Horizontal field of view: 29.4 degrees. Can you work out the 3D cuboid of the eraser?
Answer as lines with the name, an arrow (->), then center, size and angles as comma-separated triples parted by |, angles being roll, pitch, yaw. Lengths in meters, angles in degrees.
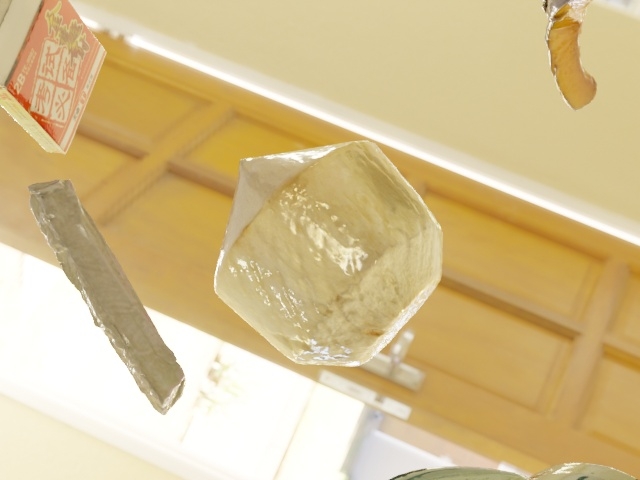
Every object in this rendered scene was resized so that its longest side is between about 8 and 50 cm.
eraser -> -0.347, -0.226, 1.506 | 0.230, 0.038, 0.157 | 58, 47, -63

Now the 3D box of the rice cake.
rice cake -> -0.215, 0.055, 1.242 | 0.055, 0.270, 0.049 | -33, 180, -31

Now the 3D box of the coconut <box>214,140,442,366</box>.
coconut -> 0.000, 0.000, 1.655 | 0.329, 0.329, 0.328 | 23, 90, -80

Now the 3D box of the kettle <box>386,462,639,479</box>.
kettle -> 0.158, 0.347, 1.107 | 0.342, 0.319, 0.247 | -18, 150, -49

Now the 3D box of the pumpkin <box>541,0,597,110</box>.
pumpkin -> 0.365, -0.376, 1.744 | 0.258, 0.095, 0.290 | 80, 18, -59
